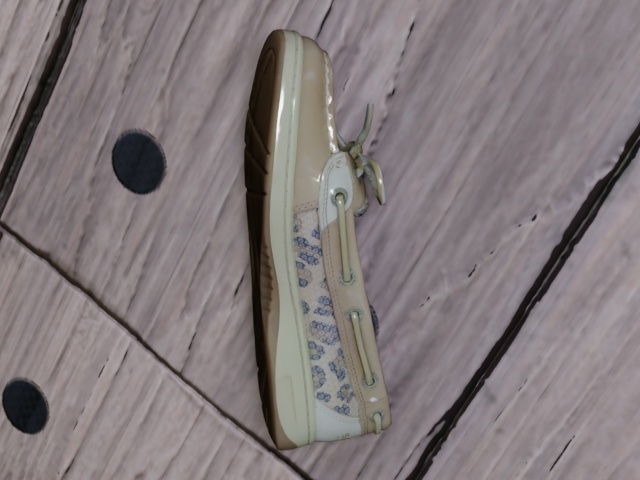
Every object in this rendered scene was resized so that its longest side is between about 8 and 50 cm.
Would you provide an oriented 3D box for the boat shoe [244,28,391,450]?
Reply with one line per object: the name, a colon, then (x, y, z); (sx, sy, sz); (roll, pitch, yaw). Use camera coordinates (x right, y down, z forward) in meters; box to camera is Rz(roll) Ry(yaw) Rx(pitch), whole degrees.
boat shoe: (0.000, 0.000, 0.912); (0.089, 0.104, 0.285); (-4, 110, -9)
